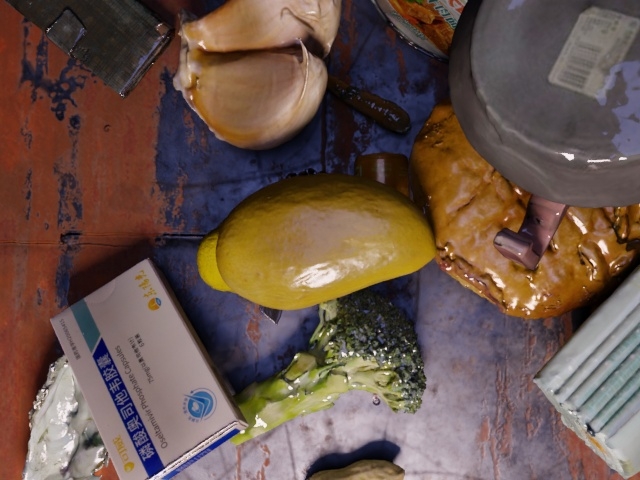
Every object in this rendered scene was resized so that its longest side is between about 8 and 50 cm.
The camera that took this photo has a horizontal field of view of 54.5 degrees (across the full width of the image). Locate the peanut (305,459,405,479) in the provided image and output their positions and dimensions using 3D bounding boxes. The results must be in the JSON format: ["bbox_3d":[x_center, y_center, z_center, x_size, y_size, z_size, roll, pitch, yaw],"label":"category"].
[{"bbox_3d":[0.054,0.418,1.056,0.187,0.082,0.082,-16,85,3],"label":"peanut"}]

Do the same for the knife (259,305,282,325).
[{"bbox_3d":[-0.089,0.038,1.123,0.060,0.028,0.230,-3,88,-9],"label":"knife"}]

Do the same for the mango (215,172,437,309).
[{"bbox_3d":[-0.005,-0.007,0.940,0.332,0.142,0.195,-19,95,10],"label":"mango"}]

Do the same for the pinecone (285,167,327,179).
[{"bbox_3d":[-0.020,-0.060,1.072,0.140,0.140,0.121,-38,44,1],"label":"pinecone"}]

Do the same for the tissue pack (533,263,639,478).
[{"bbox_3d":[0.527,0.155,0.939,0.388,0.287,0.162,-46,49,0],"label":"tissue pack"}]

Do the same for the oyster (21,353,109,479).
[{"bbox_3d":[-0.451,0.331,1.093,0.199,0.087,0.252,-25,90,-5],"label":"oyster"}]

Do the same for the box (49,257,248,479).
[{"bbox_3d":[-0.290,0.217,1.032,0.200,0.065,0.343,-33,64,-8],"label":"box"}]

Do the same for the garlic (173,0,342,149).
[{"bbox_3d":[-0.092,-0.314,1.037,0.313,0.249,0.286,-5,59,29],"label":"garlic"}]

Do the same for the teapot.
[{"bbox_3d":[0.313,-0.142,0.730,0.306,0.362,0.376,28,97,24],"label":"teapot"}]

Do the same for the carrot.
[{"bbox_3d":[0.055,-0.265,1.124,0.254,0.049,0.049,32,89,9],"label":"carrot"}]

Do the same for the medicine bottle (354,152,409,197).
[{"bbox_3d":[0.107,-0.050,1.076,0.096,0.096,0.192,-1,86,4],"label":"medicine bottle"}]

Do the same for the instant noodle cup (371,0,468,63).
[{"bbox_3d":[0.252,-0.450,1.011,0.296,0.296,0.214,29,81,5],"label":"instant noodle cup"}]

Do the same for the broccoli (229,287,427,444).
[{"bbox_3d":[-0.014,0.206,1.036,0.361,0.221,0.252,-14,117,6],"label":"broccoli"}]

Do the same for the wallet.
[{"bbox_3d":[-0.434,-0.423,1.161,0.317,0.044,0.169,40,91,6],"label":"wallet"}]

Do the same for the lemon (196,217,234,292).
[{"bbox_3d":[-0.161,0.027,1.082,0.109,0.109,0.133,-4,93,4],"label":"lemon"}]

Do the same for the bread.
[{"bbox_3d":[0.325,-0.072,1.006,0.398,0.215,0.398,0,88,3],"label":"bread"}]
